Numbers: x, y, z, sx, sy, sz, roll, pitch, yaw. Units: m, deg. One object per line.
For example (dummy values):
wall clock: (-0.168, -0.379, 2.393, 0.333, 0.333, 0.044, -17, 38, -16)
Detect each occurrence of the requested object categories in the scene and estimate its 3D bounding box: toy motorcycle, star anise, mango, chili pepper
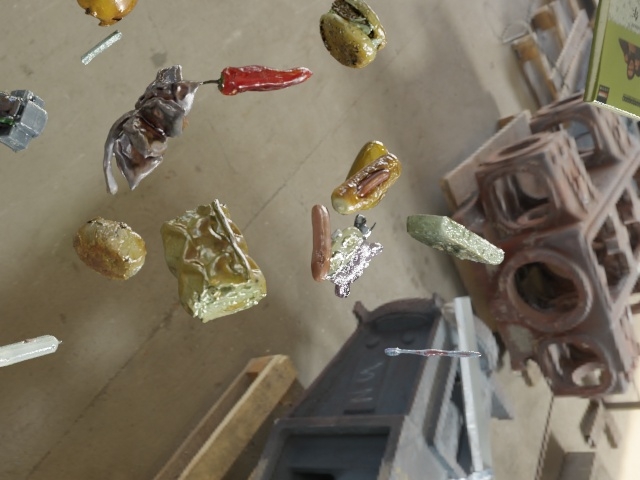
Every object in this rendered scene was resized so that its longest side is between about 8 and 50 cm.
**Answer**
toy motorcycle: (-0.585, -0.254, 1.209, 0.275, 0.187, 0.124, 36, 61, -51)
star anise: (-0.266, -0.162, 1.072, 0.089, 0.209, 0.231, 37, 92, -17)
mango: (0.122, -0.163, 1.776, 0.137, 0.098, 0.195, -40, 153, -36)
mango: (-0.497, -0.667, 1.737, 0.153, 0.201, 0.287, 24, 80, -11)
chili pepper: (-0.119, -0.304, 1.350, 0.268, 0.050, 0.059, -11, 131, -32)

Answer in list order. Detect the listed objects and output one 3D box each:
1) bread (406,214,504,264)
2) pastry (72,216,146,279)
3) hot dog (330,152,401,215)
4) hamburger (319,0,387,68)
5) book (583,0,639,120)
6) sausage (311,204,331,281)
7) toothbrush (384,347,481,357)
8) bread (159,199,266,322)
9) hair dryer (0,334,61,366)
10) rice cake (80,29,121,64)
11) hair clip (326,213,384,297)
bread: (0.186, 0.000, 1.074, 0.193, 0.112, 0.036, 25, 80, -47)
pastry: (-0.430, 0.018, 1.446, 0.153, 0.153, 0.081, 43, 52, -32)
hot dog: (0.096, -0.108, 1.330, 0.216, 0.047, 0.066, -36, 100, -45)
hamburger: (0.075, -0.518, 1.769, 0.113, 0.185, 0.177, -41, 99, -8)
book: (0.691, -0.457, 1.569, 0.239, 0.035, 0.352, 6, 93, -35)
sausage: (0.000, 0.000, 1.423, 0.043, 0.043, 0.186, 36, 38, -36)
toothbrush: (0.223, 0.223, 1.400, 0.019, 0.193, 0.013, -111, -156, -80)
bread: (-0.262, 0.052, 1.713, 0.238, 0.196, 0.252, -21, 68, -32)
hair dryer: (-0.371, 0.129, 0.851, 0.137, 0.047, 0.082, -9, 112, -57)
rice cake: (-0.545, -0.481, 1.762, 0.022, 0.121, 0.021, 56, 3, 40)
hair clip: (0.064, 0.026, 1.602, 0.146, 0.056, 0.187, 40, 77, -41)
